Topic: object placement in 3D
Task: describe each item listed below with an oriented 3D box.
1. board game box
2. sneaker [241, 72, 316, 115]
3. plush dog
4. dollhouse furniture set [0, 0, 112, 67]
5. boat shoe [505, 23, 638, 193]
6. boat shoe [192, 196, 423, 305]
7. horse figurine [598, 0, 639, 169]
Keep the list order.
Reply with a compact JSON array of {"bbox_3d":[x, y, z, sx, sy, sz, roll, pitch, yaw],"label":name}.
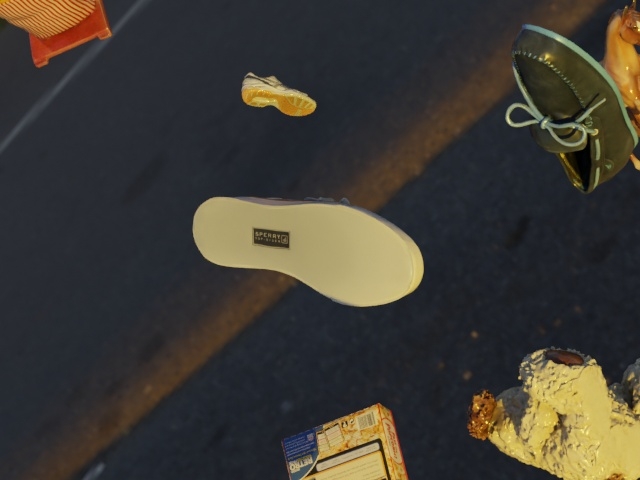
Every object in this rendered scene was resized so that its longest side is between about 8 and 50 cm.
[{"bbox_3d":[0.040,0.325,1.800,0.147,0.045,0.193,-22,61,18],"label":"board game box"},{"bbox_3d":[-0.043,-0.158,1.484,0.032,0.083,0.037,-54,32,41],"label":"sneaker"},{"bbox_3d":[0.319,0.245,1.835,0.225,0.262,0.210,3,85,57],"label":"plush dog"},{"bbox_3d":[-0.258,-0.373,1.692,0.374,0.201,0.152,-21,70,20],"label":"dollhouse furniture set"},{"bbox_3d":[0.260,-0.123,1.443,0.109,0.258,0.089,30,83,44],"label":"boat shoe"},{"bbox_3d":[0.000,0.004,1.609,0.306,0.113,0.105,5,10,37],"label":"boat shoe"},{"bbox_3d":[0.355,-0.160,1.598,0.066,0.174,0.263,-37,-3,-2],"label":"horse figurine"}]
